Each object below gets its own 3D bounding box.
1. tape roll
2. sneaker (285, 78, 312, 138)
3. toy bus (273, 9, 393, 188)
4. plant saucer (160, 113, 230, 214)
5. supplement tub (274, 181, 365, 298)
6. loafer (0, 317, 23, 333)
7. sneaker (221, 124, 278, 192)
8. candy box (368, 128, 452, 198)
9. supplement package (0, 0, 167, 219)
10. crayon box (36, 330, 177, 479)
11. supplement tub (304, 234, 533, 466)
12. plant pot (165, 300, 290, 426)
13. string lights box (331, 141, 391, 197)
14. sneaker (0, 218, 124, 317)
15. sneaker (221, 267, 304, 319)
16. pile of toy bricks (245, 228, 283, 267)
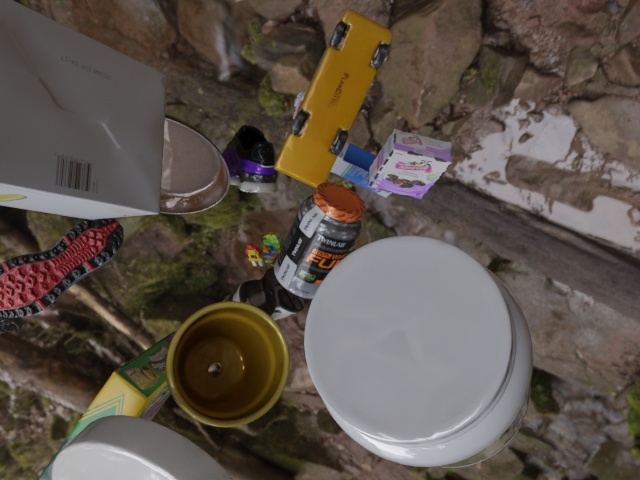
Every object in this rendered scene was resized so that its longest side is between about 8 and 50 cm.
[{"bbox_3d":[-0.292,0.478,0.952,0.391,0.072,0.392,10,118,18],"label":"tape roll"},{"bbox_3d":[-0.040,-0.429,1.811,0.111,0.103,0.252,42,99,17],"label":"sneaker"},{"bbox_3d":[0.021,-0.273,1.089,0.108,0.130,0.333,24,97,-9],"label":"toy bus"},{"bbox_3d":[-0.344,-0.169,1.172,0.310,0.050,0.311,4,144,3],"label":"plant saucer"},{"bbox_3d":[0.000,0.000,0.965,0.117,0.117,0.190,34,123,12],"label":"supplement tub"},{"bbox_3d":[-0.880,0.149,1.435,0.130,0.133,0.366,68,152,16],"label":"loafer"},{"bbox_3d":[-0.182,-0.205,1.312,0.293,0.102,0.146,23,115,53],"label":"sneaker"},{"bbox_3d":[0.239,-0.203,1.480,0.164,0.070,0.196,11,153,-10],"label":"candy box"},{"bbox_3d":[-0.343,-0.145,0.683,0.145,0.261,0.204,-2,83,31],"label":"supplement package"},{"bbox_3d":[-0.470,0.410,1.336,0.106,0.363,0.313,36,96,1],"label":"crayon box"},{"bbox_3d":[0.128,0.145,0.655,0.235,0.236,0.325,21,167,26],"label":"supplement tub"},{"bbox_3d":[-0.219,0.279,1.215,0.254,0.254,0.239,46,155,-2],"label":"plant pot"},{"bbox_3d":[0.158,-0.255,1.970,0.259,0.077,0.133,24,161,-9],"label":"string lights box"},{"bbox_3d":[-0.468,0.055,0.989,0.104,0.261,0.125,59,166,-1],"label":"sneaker"},{"bbox_3d":[-0.237,0.226,1.772,0.257,0.447,0.169,-33,80,17],"label":"sneaker"},{"bbox_3d":[-0.138,0.014,1.727,0.212,0.118,0.105,-1,122,40],"label":"pile of toy bricks"}]
